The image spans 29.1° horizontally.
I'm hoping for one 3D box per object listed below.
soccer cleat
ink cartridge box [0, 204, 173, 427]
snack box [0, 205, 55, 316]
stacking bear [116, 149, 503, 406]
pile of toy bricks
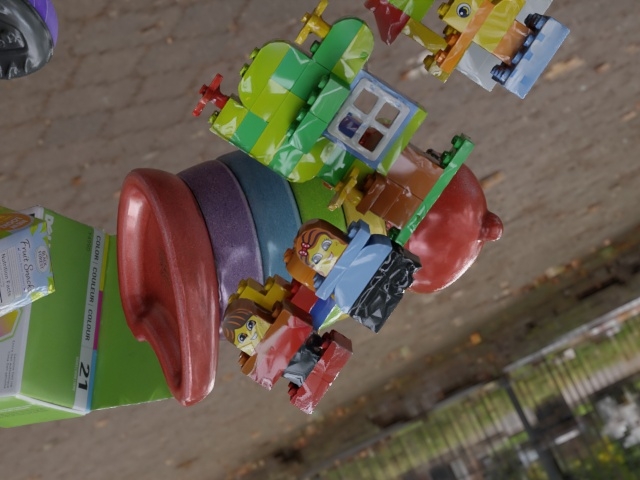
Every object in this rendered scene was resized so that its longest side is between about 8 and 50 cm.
[{"bbox_3d":[-0.282,-0.199,0.895,0.116,0.318,0.109,-46,135,-28],"label":"soccer cleat"},{"bbox_3d":[-0.240,0.064,1.163,0.255,0.189,0.097,-14,154,37],"label":"ink cartridge box"},{"bbox_3d":[-0.340,0.027,0.948,0.174,0.070,0.207,17,-149,35],"label":"snack box"},{"bbox_3d":[0.000,0.000,0.979,0.289,0.164,0.175,-11,-153,-22],"label":"stacking bear"},{"bbox_3d":[0.001,-0.042,0.503,0.212,0.105,0.118,-56,-172,11],"label":"pile of toy bricks"}]
